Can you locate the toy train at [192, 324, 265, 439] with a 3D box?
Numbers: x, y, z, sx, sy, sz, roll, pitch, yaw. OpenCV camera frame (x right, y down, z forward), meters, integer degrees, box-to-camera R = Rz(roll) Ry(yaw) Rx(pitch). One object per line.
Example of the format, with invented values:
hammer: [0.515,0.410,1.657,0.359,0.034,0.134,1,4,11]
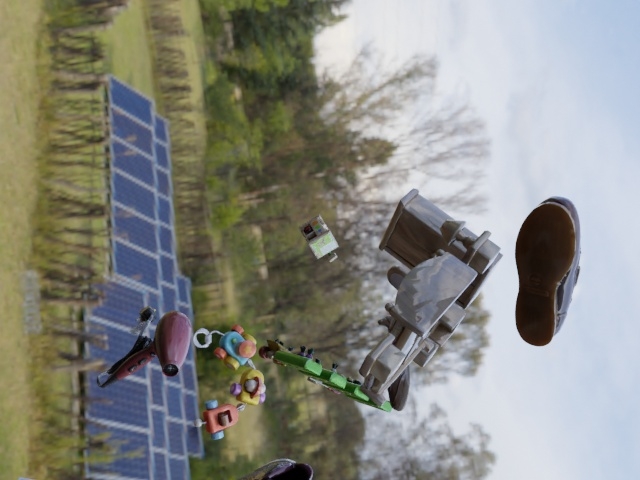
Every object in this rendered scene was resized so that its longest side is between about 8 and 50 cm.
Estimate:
toy train: [-0.135,0.211,1.299,0.046,0.125,0.167,-10,-92,52]

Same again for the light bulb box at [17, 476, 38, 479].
light bulb box: [-0.607,0.810,2.081,0.225,0.357,0.361,-93,-165,-66]

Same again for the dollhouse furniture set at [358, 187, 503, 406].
dollhouse furniture set: [0.087,0.104,1.240,0.173,0.355,0.303,37,-39,15]

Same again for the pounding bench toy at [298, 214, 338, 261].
pounding bench toy: [0.000,0.000,1.771,0.065,0.052,0.083,58,-2,46]

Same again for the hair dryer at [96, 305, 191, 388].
hair dryer: [-0.372,0.255,1.909,0.293,0.080,0.224,-3,-126,57]

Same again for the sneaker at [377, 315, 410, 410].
sneaker: [0.137,0.236,1.663,0.066,0.071,0.189,-128,-138,-83]

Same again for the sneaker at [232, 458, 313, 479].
sneaker: [-0.132,0.417,1.349,0.106,0.281,0.162,58,-26,10]

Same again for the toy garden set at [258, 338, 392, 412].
toy garden set: [0.006,0.267,1.756,0.203,0.244,0.049,5,-113,54]

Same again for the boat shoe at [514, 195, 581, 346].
boat shoe: [0.278,0.030,1.047,0.073,0.073,0.207,-40,142,-42]
